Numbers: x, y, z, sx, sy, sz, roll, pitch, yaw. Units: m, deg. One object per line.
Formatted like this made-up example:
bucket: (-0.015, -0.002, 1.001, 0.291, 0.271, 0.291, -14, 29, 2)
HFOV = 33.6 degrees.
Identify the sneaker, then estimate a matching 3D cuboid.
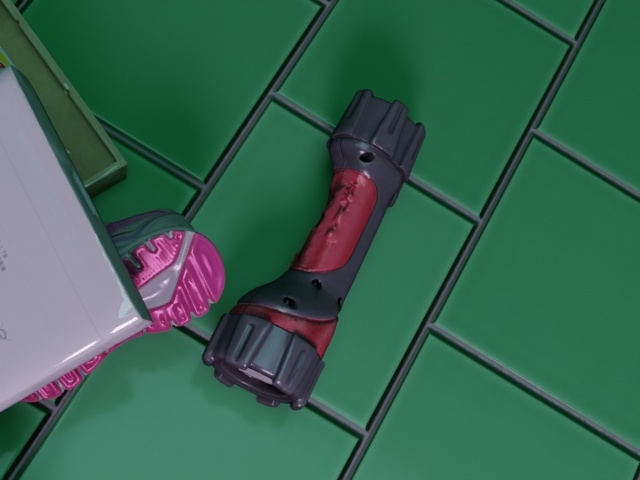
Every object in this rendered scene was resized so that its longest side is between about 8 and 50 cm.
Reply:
sneaker: (-0.204, 0.051, 0.915, 0.252, 0.111, 0.103, -22, 114, -2)

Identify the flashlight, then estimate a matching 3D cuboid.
flashlight: (0.000, 0.000, 0.972, 0.103, 0.103, 0.304, 25, 69, 0)

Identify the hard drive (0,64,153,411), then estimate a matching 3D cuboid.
hard drive: (-0.337, 0.051, 0.833, 0.353, 0.047, 0.233, -30, 79, 3)

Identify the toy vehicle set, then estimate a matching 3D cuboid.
toy vehicle set: (-0.321, -0.127, 0.977, 0.166, 0.035, 0.267, -33, 81, -21)
